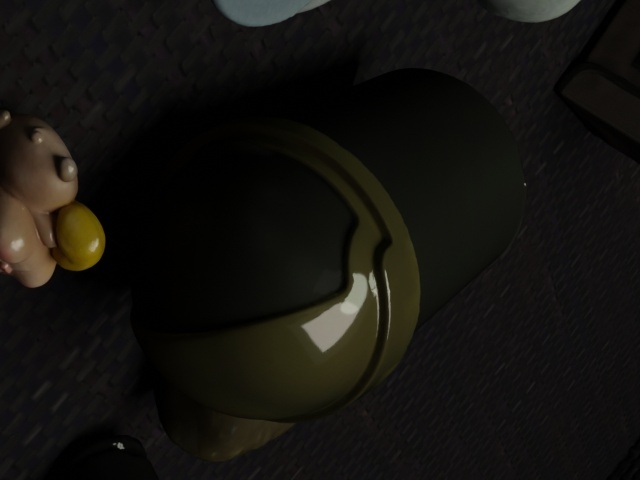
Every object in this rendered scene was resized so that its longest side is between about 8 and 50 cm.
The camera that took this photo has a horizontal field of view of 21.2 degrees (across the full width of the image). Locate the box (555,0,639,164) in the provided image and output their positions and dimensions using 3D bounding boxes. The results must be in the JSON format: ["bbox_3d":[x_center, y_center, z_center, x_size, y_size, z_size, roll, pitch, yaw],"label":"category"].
[{"bbox_3d":[0.397,-0.125,1.726,0.153,0.252,0.188,-57,155,1],"label":"box"}]

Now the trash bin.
[{"bbox_3d":[0.000,0.000,1.218,0.334,0.214,0.214,-33,148,-49],"label":"trash bin"}]

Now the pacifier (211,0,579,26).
[{"bbox_3d":[0.068,-0.208,1.041,0.299,0.233,0.244,-39,155,-28],"label":"pacifier"}]

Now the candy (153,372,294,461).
[{"bbox_3d":[-0.035,0.088,1.396,0.234,0.102,0.104,-23,140,-48],"label":"candy"}]

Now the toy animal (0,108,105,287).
[{"bbox_3d":[-0.180,-0.014,1.025,0.082,0.091,0.114,-28,149,-21],"label":"toy animal"}]

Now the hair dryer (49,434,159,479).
[{"bbox_3d":[-0.210,0.276,1.276,0.251,0.197,0.089,-20,148,-18],"label":"hair dryer"}]
